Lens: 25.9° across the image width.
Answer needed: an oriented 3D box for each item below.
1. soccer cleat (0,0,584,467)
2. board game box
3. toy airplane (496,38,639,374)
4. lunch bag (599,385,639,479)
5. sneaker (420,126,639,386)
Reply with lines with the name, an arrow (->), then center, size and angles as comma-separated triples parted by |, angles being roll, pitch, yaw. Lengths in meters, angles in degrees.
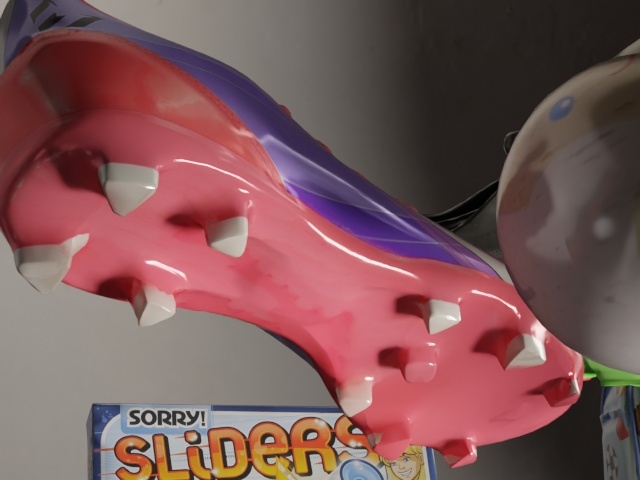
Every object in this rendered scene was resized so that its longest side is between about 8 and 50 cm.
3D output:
soccer cleat -> 0.000, 0.000, 0.443 | 0.083, 0.095, 0.248 | -37, 137, 27
board game box -> -0.030, 0.161, 0.788 | 0.201, 0.136, 0.035 | 2, 150, -15
toy airplane -> 0.186, -0.005, 0.359 | 0.272, 0.384, 0.386 | -13, 151, 13
lunch bag -> 0.398, 0.247, 1.315 | 0.243, 0.115, 0.303 | -4, 80, -7
sneaker -> 0.220, 0.005, 1.070 | 0.483, 0.185, 0.202 | -3, 94, 6
